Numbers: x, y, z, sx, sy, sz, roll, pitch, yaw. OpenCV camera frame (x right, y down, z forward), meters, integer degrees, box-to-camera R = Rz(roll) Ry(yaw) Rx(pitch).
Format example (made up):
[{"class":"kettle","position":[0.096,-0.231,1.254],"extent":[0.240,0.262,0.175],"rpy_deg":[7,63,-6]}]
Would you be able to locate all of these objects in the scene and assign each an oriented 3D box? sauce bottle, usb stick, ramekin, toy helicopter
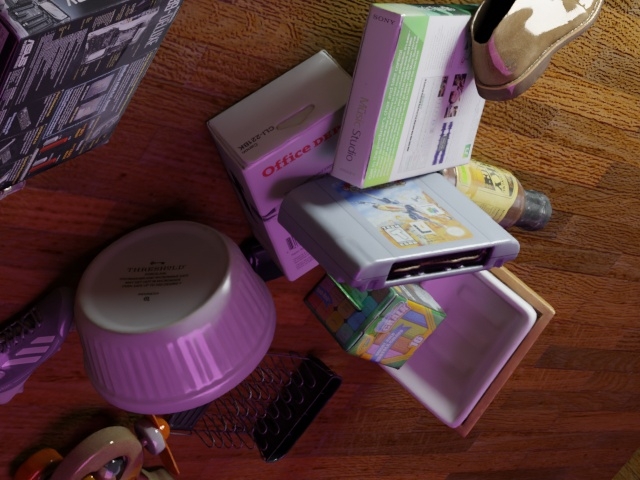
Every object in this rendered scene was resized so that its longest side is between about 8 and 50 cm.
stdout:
[{"class":"sauce bottle","position":[0.253,-0.072,2.116],"extent":[0.344,0.111,0.111],"rpy_deg":[10,122,-50]},{"class":"usb stick","position":[0.000,0.000,2.016],"extent":[0.278,0.045,0.077],"rpy_deg":[-19,133,-27]},{"class":"ramekin","position":[-0.203,0.090,1.751],"extent":[0.273,0.273,0.127],"rpy_deg":[-30,133,-14]},{"class":"toy helicopter","position":[-0.310,0.368,2.098],"extent":[0.235,0.140,0.355],"rpy_deg":[-49,156,-3]}]

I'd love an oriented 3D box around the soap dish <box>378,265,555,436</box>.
[{"class":"soap dish","position":[0.249,0.157,2.274],"extent":[0.118,0.229,0.291],"rpy_deg":[-14,141,-58]}]

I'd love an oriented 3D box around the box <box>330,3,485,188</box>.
[{"class":"box","position":[0.140,-0.203,1.783],"extent":[0.322,0.058,0.232],"rpy_deg":[-16,124,-58]}]

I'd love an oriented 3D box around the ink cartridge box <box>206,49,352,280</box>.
[{"class":"ink cartridge box","position":[-0.019,-0.100,1.826],"extent":[0.197,0.114,0.273],"rpy_deg":[-33,145,-10]}]

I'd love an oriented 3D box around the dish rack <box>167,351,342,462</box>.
[{"class":"dish rack","position":[-0.116,0.269,2.179],"extent":[0.271,0.074,0.208],"rpy_deg":[14,118,-49]}]

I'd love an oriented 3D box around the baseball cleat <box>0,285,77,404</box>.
[{"class":"baseball cleat","position":[-0.413,0.140,1.769],"extent":[0.109,0.072,0.206],"rpy_deg":[22,109,-45]}]

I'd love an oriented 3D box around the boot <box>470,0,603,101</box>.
[{"class":"boot","position":[0.306,-0.332,1.827],"extent":[0.305,0.112,0.115],"rpy_deg":[-51,136,-29]}]

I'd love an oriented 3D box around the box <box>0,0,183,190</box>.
[{"class":"box","position":[-0.288,-0.178,1.399],"extent":[0.242,0.076,0.307],"rpy_deg":[-32,167,-41]}]

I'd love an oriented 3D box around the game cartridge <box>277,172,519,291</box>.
[{"class":"game cartridge","position":[0.100,-0.021,1.749],"extent":[0.297,0.198,0.062],"rpy_deg":[-8,134,-39]}]

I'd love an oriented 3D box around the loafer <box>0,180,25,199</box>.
[{"class":"loafer","position":[-0.411,-0.059,1.578],"extent":[0.125,0.039,0.045],"rpy_deg":[-8,134,-37]}]

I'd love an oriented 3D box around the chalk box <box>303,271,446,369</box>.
[{"class":"chalk box","position":[0.076,0.106,2.126],"extent":[0.132,0.132,0.213],"rpy_deg":[-50,143,13]}]
